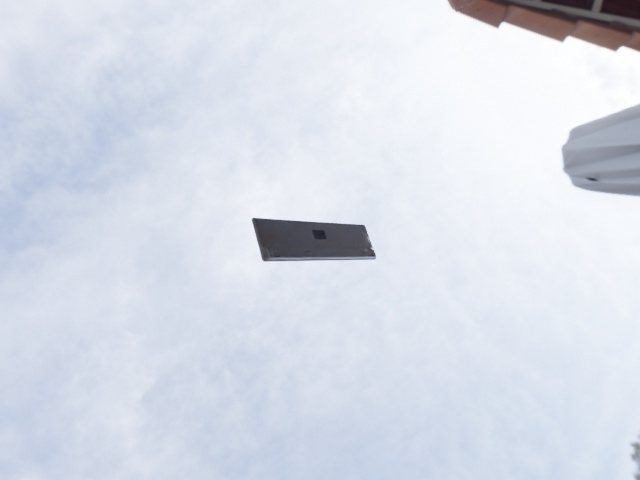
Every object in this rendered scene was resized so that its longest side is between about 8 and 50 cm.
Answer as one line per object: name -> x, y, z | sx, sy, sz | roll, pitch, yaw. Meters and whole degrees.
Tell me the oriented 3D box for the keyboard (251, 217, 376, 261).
keyboard -> 0.000, 0.000, 0.735 | 0.256, 0.014, 0.072 | 2, -122, -43
